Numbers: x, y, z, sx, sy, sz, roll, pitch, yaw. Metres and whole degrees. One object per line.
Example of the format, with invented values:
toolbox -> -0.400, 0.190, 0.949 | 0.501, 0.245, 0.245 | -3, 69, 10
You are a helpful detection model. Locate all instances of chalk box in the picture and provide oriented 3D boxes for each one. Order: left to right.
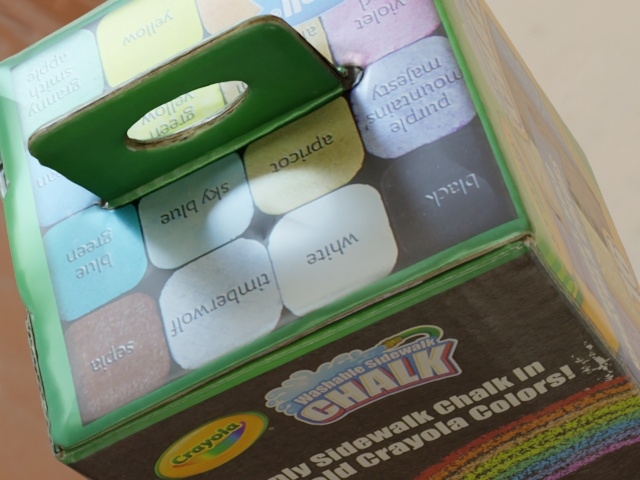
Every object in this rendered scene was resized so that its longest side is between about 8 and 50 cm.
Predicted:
chalk box -> 0.000, 0.000, 0.717 | 0.289, 0.180, 0.179 | 49, 20, -52
